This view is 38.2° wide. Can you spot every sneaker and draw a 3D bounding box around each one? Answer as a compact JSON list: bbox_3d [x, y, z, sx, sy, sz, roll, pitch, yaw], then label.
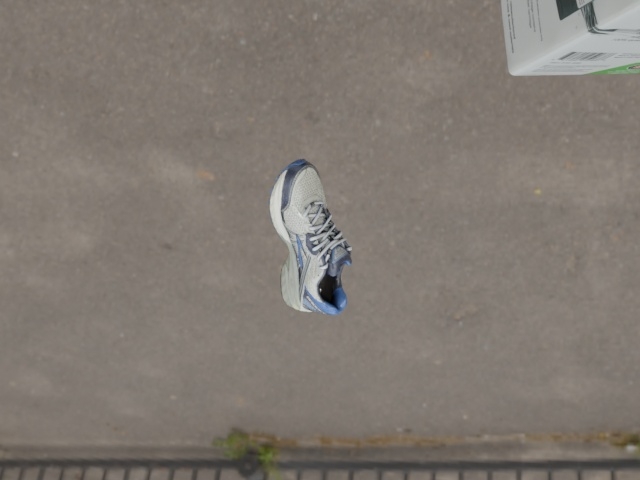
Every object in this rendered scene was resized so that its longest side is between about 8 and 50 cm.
[{"bbox_3d":[0.000,0.000,0.728,0.058,0.052,0.135,21,130,41],"label":"sneaker"}]

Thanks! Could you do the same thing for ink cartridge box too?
[{"bbox_3d":[0.260,-0.197,0.724,0.153,0.086,0.208,-4,176,-21],"label":"ink cartridge box"}]
